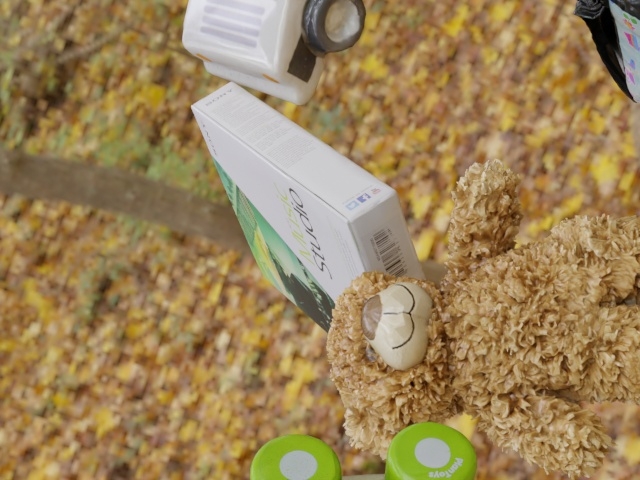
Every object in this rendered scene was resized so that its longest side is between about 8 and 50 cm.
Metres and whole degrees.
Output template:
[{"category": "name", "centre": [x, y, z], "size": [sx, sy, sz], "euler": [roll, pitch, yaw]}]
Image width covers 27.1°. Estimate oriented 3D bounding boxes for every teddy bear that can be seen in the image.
[{"category": "teddy bear", "centre": [0.162, 0.059, 0.998], "size": [0.113, 0.338, 0.245], "euler": [26, -109, -72]}]

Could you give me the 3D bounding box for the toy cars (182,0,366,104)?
[{"category": "toy cars", "centre": [0.054, -0.226, 0.619], "size": [0.393, 0.087, 0.176], "euler": [-36, 55, 27]}]

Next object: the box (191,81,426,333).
[{"category": "box", "centre": [0.000, 0.000, 1.268], "size": [0.058, 0.232, 0.322], "euler": [-31, 34, -14]}]

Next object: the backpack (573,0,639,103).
[{"category": "backpack", "centre": [0.264, -0.149, 0.918], "size": [0.152, 0.182, 0.115], "euler": [-39, 54, -9]}]

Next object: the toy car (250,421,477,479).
[{"category": "toy car", "centre": [0.033, 0.224, 0.737], "size": [0.188, 0.149, 0.155], "euler": [-100, 8, -46]}]
